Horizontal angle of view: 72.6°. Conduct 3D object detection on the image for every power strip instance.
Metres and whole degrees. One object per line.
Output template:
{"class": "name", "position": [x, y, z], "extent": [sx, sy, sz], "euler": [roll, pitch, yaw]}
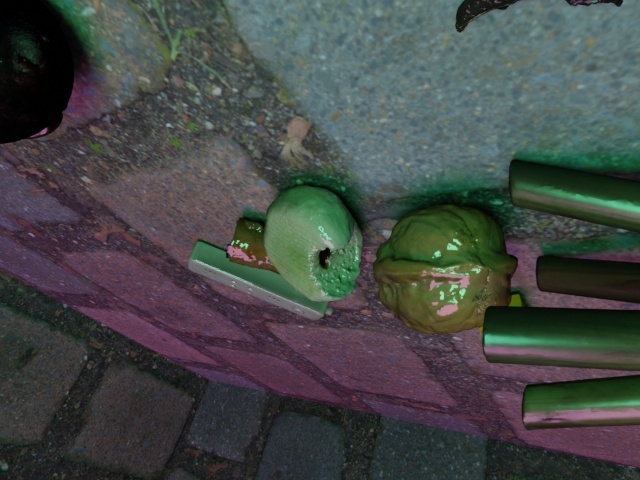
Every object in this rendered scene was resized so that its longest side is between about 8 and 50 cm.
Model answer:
{"class": "power strip", "position": [-0.144, 0.111, 1.098], "extent": [0.384, 0.063, 0.091], "euler": [24, 154, -6]}

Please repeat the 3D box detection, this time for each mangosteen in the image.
{"class": "mangosteen", "position": [-0.429, -0.228, 0.578], "extent": [0.211, 0.212, 0.250], "euler": [24, -179, -8]}

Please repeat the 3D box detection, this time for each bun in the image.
{"class": "bun", "position": [0.000, 0.000, 0.754], "extent": [0.204, 0.126, 0.212], "euler": [45, 145, 7]}

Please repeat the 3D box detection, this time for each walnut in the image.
{"class": "walnut", "position": [0.180, 0.044, 0.652], "extent": [0.198, 0.198, 0.245], "euler": [25, 169, -10]}

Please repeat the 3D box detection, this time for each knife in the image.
{"class": "knife", "position": [0.222, -0.214, 0.363], "extent": [0.222, 0.021, 0.046], "euler": [6, 148, 31]}

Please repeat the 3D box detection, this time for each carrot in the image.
{"class": "carrot", "position": [-0.060, 0.037, 0.890], "extent": [0.262, 0.102, 0.102], "euler": [19, 151, -6]}

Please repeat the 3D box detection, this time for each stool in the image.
{"class": "stool", "position": [0.343, 0.080, 0.499], "extent": [0.226, 0.311, 0.310], "euler": [-3, 142, 36]}

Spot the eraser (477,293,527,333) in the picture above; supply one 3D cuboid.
{"class": "eraser", "position": [0.358, 0.154, 0.852], "extent": [0.097, 0.045, 0.122], "euler": [-19, 141, 28]}
